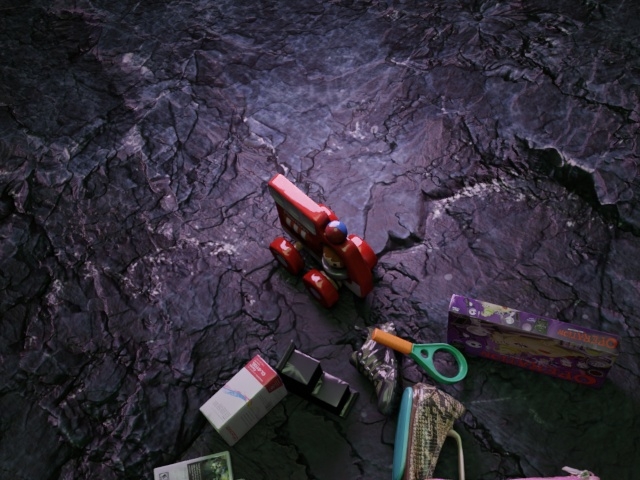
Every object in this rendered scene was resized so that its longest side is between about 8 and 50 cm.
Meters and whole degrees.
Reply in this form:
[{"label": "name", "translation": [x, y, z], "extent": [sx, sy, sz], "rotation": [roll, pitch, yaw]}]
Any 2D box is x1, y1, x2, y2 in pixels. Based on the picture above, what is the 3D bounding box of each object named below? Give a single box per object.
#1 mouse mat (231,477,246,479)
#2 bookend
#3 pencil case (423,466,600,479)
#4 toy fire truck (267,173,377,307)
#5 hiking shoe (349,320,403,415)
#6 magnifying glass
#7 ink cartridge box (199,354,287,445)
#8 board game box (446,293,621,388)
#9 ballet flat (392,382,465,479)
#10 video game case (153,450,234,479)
[{"label": "mouse mat", "translation": [-0.236, 0.598, 1.674], "extent": [0.189, 0.007, 0.153], "rotation": [-14, 60, -1]}, {"label": "bookend", "translation": [-0.005, 0.308, 1.741], "extent": [0.156, 0.157, 0.072], "rotation": [23, 67, 20]}, {"label": "pencil case", "translation": [0.365, 0.524, 1.497], "extent": [0.385, 0.160, 0.167], "rotation": [2, 62, -18]}, {"label": "toy fire truck", "translation": [0.000, 0.000, 1.853], "extent": [0.169, 0.254, 0.302], "rotation": [-41, 64, -14]}, {"label": "hiking shoe", "translation": [0.124, 0.292, 1.784], "extent": [0.114, 0.086, 0.227], "rotation": [-8, 51, 13]}, {"label": "magnifying glass", "translation": [0.222, 0.251, 1.762], "extent": [0.230, 0.026, 0.092], "rotation": [22, 53, -8]}, {"label": "ink cartridge box", "translation": [-0.169, 0.356, 1.753], "extent": [0.175, 0.127, 0.072], "rotation": [-42, 63, -15]}, {"label": "board game box", "translation": [0.445, 0.219, 1.699], "extent": [0.346, 0.208, 0.056], "rotation": [14, 67, 15]}, {"label": "ballet flat", "translation": [0.200, 0.529, 1.604], "extent": [0.181, 0.164, 0.483], "rotation": [21, 63, 1]}, {"label": "video game case", "translation": [-0.267, 0.569, 1.712], "extent": [0.173, 0.022, 0.191], "rotation": [-14, 60, 1]}]
